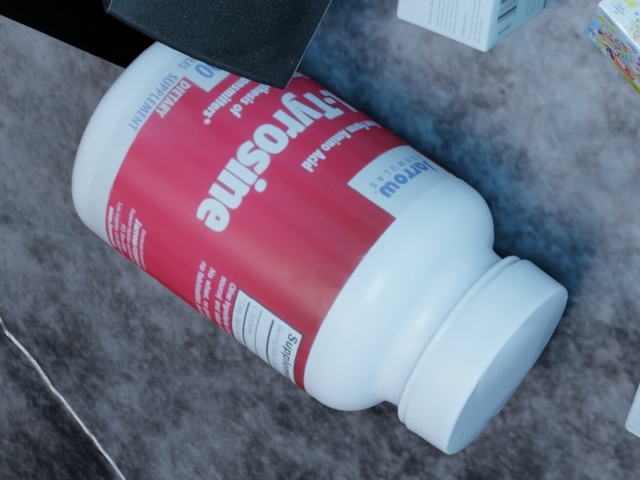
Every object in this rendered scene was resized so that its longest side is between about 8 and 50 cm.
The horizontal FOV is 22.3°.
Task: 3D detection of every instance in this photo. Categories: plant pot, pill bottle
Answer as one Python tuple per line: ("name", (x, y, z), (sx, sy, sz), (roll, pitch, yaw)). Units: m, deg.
("plant pot", (-0.091, -0.259, 1.329), (0.188, 0.167, 0.187), (119, 146, -43))
("pill bottle", (0.000, 0.000, 1.421), (0.407, 0.229, 0.229), (35, 133, 18))

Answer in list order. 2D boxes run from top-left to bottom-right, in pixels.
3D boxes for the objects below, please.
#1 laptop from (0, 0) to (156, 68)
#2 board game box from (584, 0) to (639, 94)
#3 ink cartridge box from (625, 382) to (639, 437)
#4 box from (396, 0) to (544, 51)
("laptop", (-0.266, -0.404, 1.553), (0.382, 0.236, 0.408), (25, 157, 27))
("board game box", (0.265, -0.120, 1.227), (0.154, 0.026, 0.103), (49, 179, 6))
("ink cartridge box", (0.409, 0.115, 1.265), (0.296, 0.066, 0.261), (30, 132, 23))
("box", (0.125, -0.221, 1.274), (0.087, 0.102, 0.101), (25, 129, 24))
